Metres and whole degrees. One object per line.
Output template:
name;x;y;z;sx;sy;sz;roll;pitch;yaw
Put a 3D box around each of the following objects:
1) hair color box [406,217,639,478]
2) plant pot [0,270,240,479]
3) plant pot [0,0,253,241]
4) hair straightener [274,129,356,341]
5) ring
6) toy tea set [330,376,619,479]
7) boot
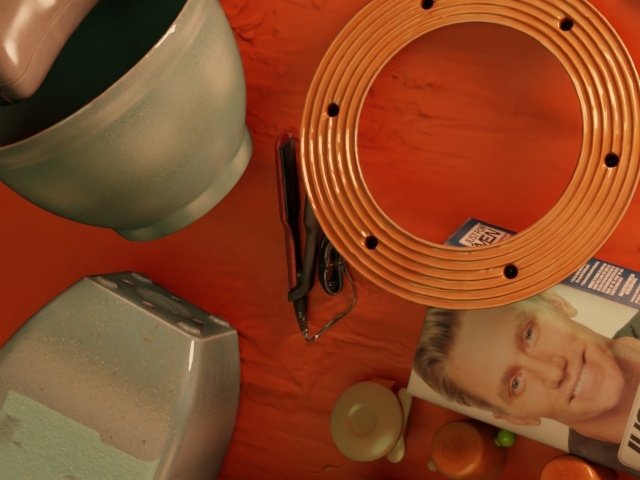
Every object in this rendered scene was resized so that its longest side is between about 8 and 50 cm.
hair color box;0.274;0.118;1.511;0.347;0.105;0.174;19;113;17
plant pot;-0.219;0.174;1.666;0.247;0.247;0.252;28;97;12
plant pot;-0.189;-0.123;1.547;0.293;0.293;0.196;-21;124;27
hair straightener;0.000;0.000;1.617;0.089;0.047;0.231;6;109;21
ring;0.142;-0.100;1.475;0.336;0.032;0.337;-2;82;17
toy tea set;0.154;0.272;1.611;0.336;0.124;0.200;13;84;31
boot;-0.194;-0.281;1.466;0.222;0.338;0.118;0;149;26
